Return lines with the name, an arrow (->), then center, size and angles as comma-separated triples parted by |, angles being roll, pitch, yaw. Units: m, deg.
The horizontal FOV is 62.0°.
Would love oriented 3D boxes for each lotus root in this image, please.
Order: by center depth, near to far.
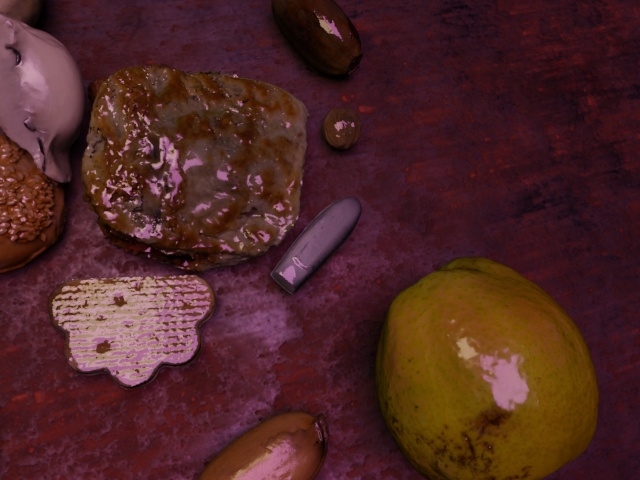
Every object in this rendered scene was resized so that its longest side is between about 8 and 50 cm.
lotus root -> -0.108, 0.400, 0.894 | 0.303, 0.131, 0.146 | -38, 87, -20
lotus root -> -0.010, -0.453, 1.127 | 0.123, 0.124, 0.241 | -35, 83, -33

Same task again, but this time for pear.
pear -> 0.262, 0.211, 0.906 | 0.391, 0.391, 0.390 | 3, 76, -11

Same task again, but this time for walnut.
walnut -> 0.044, -0.233, 1.110 | 0.092, 0.092, 0.092 | 3, 76, -11

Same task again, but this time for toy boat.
toy boat -> 0.000, 0.000, 1.050 | 0.078, 0.085, 0.260 | 42, 61, 0

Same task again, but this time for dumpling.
dumpling -> -0.488, -0.241, 0.925 | 0.175, 0.227, 0.243 | 17, 91, -8

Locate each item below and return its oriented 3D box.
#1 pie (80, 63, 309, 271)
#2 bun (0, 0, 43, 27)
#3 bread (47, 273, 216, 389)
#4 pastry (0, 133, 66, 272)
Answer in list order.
pie -> -0.211, -0.144, 0.985 | 0.418, 0.180, 0.395 | -1, 77, -17
bun -> -0.687, -0.462, 0.941 | 0.365, 0.219, 0.365 | 12, 64, -26
bread -> -0.332, 0.159, 0.945 | 0.287, 0.056, 0.207 | 2, 73, -11
pastry -> -0.599, -0.060, 0.891 | 0.311, 0.162, 0.255 | -24, 84, -15
